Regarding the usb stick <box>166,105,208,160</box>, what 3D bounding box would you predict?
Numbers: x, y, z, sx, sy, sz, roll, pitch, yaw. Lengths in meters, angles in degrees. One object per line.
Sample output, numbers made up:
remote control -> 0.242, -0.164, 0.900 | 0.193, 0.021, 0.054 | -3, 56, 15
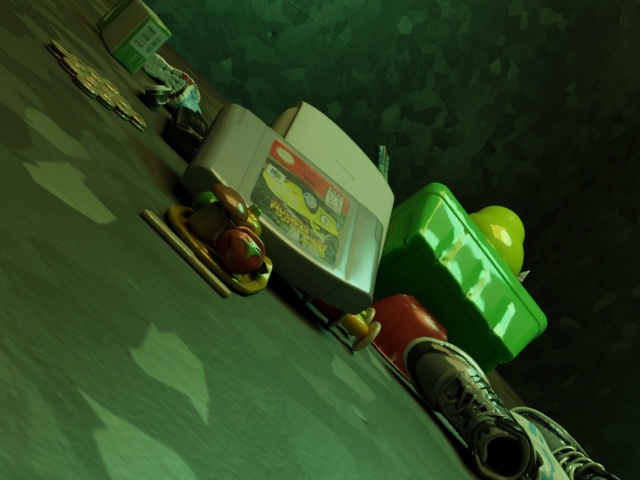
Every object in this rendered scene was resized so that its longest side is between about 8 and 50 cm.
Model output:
usb stick -> -0.222, -0.184, 1.336 | 0.077, 0.045, 0.278 | 37, 8, -16

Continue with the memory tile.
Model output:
memory tile -> -0.300, -0.209, 1.069 | 0.113, 0.012, 0.148 | 48, 6, 25

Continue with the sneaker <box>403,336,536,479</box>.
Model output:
sneaker -> 0.227, 0.254, 1.169 | 0.268, 0.101, 0.153 | 49, 3, 5

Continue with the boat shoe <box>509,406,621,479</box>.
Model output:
boat shoe -> 0.460, 0.417, 1.425 | 0.340, 0.127, 0.158 | 49, -18, 31

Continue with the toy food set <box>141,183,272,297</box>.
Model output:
toy food set -> -0.093, -0.010, 0.844 | 0.128, 0.071, 0.218 | 46, 5, 3

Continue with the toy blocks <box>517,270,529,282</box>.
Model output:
toy blocks -> 0.278, 0.091, 1.771 | 0.260, 0.288, 0.309 | 41, -1, 8

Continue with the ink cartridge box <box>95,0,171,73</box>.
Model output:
ink cartridge box -> -0.375, -0.419, 1.574 | 0.062, 0.109, 0.209 | 42, 6, -37

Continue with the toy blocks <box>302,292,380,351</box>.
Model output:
toy blocks -> 0.012, 0.077, 1.109 | 0.148, 0.054, 0.123 | 44, 6, -10

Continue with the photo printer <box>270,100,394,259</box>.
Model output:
photo printer -> 0.001, -0.076, 1.276 | 0.256, 0.107, 0.307 | 44, 33, -17

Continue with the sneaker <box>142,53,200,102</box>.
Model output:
sneaker -> -0.333, -0.361, 1.763 | 0.158, 0.061, 0.065 | 44, -1, -21

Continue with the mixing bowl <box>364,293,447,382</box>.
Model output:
mixing bowl -> 0.151, 0.159, 1.350 | 0.181, 0.098, 0.181 | 46, 5, -5

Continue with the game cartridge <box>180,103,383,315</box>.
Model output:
game cartridge -> -0.038, -0.037, 1.037 | 0.294, 0.060, 0.196 | 38, 38, -18

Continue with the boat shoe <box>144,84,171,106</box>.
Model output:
boat shoe -> -0.287, -0.253, 1.390 | 0.046, 0.038, 0.125 | 2, 10, -11

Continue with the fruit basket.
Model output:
fruit basket -> 0.265, 0.069, 1.559 | 0.392, 0.283, 0.392 | 39, 30, -28

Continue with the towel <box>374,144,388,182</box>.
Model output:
towel -> 0.167, -0.067, 2.174 | 0.040, 0.370, 0.271 | 2, 2, 6

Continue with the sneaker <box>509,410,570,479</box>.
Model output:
sneaker -> 0.354, 0.369, 1.407 | 0.092, 0.087, 0.228 | 40, 5, -31

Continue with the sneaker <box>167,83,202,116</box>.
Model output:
sneaker -> -0.273, -0.267, 1.589 | 0.073, 0.063, 0.162 | 63, 5, -16
